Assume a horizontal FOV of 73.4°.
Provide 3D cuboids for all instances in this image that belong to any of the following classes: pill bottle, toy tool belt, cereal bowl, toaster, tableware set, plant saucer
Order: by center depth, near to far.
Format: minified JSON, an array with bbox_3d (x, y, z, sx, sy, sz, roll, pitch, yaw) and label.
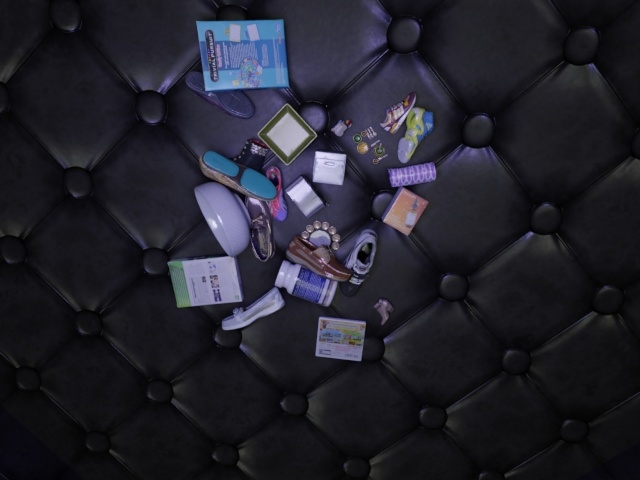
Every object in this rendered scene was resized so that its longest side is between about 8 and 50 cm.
[{"bbox_3d":[0.085,-0.487,1.823,0.083,0.052,0.051,-45,54,8],"label":"toy tool belt"},{"bbox_3d":[-0.396,-0.103,1.831,0.141,0.339,0.339,-30,103,-20],"label":"cereal bowl"},{"bbox_3d":[-0.062,-0.190,1.839,0.110,0.186,0.168,-40,100,2],"label":"toaster"},{"bbox_3d":[-0.141,-0.455,1.847,0.188,0.045,0.188,-43,99,13],"label":"plant saucer"},{"bbox_3d":[0.212,-0.403,1.851,0.104,0.024,0.154,-30,101,11],"label":"tableware set"},{"bbox_3d":[-0.064,0.190,1.955,0.264,0.153,0.153,19,105,-2],"label":"pill bottle"}]

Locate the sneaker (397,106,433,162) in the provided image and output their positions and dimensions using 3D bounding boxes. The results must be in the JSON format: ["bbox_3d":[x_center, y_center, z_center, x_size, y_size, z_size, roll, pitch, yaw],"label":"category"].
[{"bbox_3d":[0.409,-0.434,1.797,0.126,0.091,0.240,-6,131,-23],"label":"sneaker"}]

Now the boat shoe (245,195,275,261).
[{"bbox_3d":[-0.274,-0.063,1.930,0.116,0.097,0.325,-8,104,5],"label":"boat shoe"}]

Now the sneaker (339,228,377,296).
[{"bbox_3d":[0.165,0.118,1.930,0.122,0.146,0.331,17,106,-3],"label":"sneaker"}]

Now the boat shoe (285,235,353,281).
[{"bbox_3d":[-0.003,0.077,1.899,0.324,0.122,0.120,24,106,15],"label":"boat shoe"}]

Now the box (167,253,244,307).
[{"bbox_3d":[-0.539,0.188,2.034,0.321,0.058,0.232,-6,104,4],"label":"box"}]

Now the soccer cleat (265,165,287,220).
[{"bbox_3d":[-0.196,-0.202,1.888,0.083,0.095,0.248,-6,103,1],"label":"soccer cleat"}]

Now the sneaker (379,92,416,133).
[{"bbox_3d":[0.321,-0.541,1.785,0.083,0.069,0.186,29,104,-10],"label":"sneaker"}]

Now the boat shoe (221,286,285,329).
[{"bbox_3d":[-0.326,0.326,2.031,0.320,0.118,0.103,-24,96,5],"label":"boat shoe"}]

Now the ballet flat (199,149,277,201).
[{"bbox_3d":[-0.347,-0.258,1.804,0.348,0.123,0.123,27,105,-16],"label":"ballet flat"}]

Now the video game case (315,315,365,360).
[{"bbox_3d":[0.097,0.478,2.088,0.226,0.026,0.206,6,105,3],"label":"video game case"}]

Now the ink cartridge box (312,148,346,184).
[{"bbox_3d":[0.039,-0.312,1.805,0.128,0.176,0.127,7,105,2],"label":"ink cartridge box"}]

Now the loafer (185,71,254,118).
[{"bbox_3d":[-0.421,-0.603,1.815,0.302,0.095,0.109,28,74,-9],"label":"loafer"}]

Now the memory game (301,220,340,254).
[{"bbox_3d":[0.000,0.000,1.975,0.186,0.012,0.186,1,105,3],"label":"memory game"}]

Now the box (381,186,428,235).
[{"bbox_3d":[0.367,-0.133,1.878,0.130,0.091,0.171,28,105,-4],"label":"box"}]

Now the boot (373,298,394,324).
[{"bbox_3d":[0.290,0.333,2.034,0.087,0.042,0.118,31,103,2],"label":"boot"}]

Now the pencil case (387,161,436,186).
[{"bbox_3d":[0.392,-0.284,1.844,0.206,0.088,0.086,-6,137,4],"label":"pencil case"}]

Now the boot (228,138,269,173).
[{"bbox_3d":[-0.348,-0.365,1.847,0.236,0.085,0.179,23,118,-10],"label":"boot"}]

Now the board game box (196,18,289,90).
[{"bbox_3d":[-0.307,-0.737,1.722,0.336,0.079,0.254,-7,104,-11],"label":"board game box"}]
